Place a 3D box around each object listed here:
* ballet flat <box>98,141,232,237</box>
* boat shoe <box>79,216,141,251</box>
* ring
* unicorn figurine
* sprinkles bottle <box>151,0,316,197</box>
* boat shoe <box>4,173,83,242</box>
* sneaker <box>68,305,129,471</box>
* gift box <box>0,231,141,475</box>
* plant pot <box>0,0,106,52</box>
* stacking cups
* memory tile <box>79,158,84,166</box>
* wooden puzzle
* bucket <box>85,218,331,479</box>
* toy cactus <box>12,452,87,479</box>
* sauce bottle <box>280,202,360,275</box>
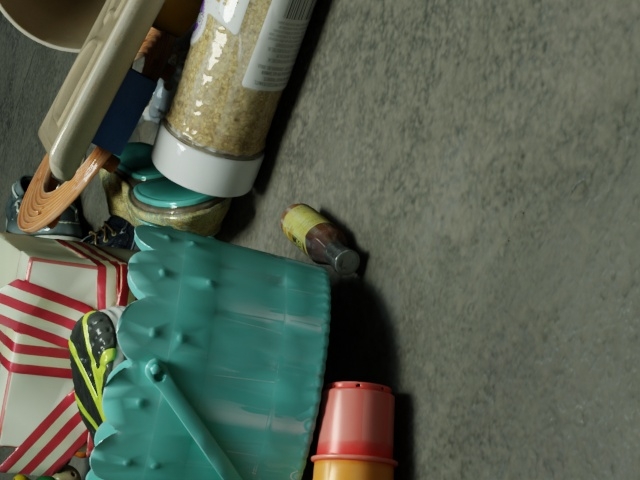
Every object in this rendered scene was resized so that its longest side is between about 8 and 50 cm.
[{"bbox_3d":[-0.186,-0.035,1.603,0.348,0.123,0.123,32,110,63],"label":"ballet flat"},{"bbox_3d":[-0.290,-0.001,1.817,0.065,0.083,0.183,45,121,59],"label":"boat shoe"},{"bbox_3d":[-0.285,-0.146,1.721,0.336,0.032,0.336,-44,23,24],"label":"ring"},{"bbox_3d":[-0.211,-0.186,1.760,0.162,0.060,0.111,-57,31,11],"label":"unicorn figurine"},{"bbox_3d":[-0.075,-0.225,1.413,0.355,0.121,0.121,-69,29,22],"label":"sprinkles bottle"},{"bbox_3d":[-0.446,-0.049,2.117,0.319,0.116,0.099,-160,76,-69],"label":"boat shoe"},{"bbox_3d":[-0.169,0.251,1.449,0.145,0.147,0.384,26,124,53],"label":"sneaker"},{"bbox_3d":[-0.304,0.133,1.600,0.258,0.276,0.255,19,104,62],"label":"gift box"},{"bbox_3d":[-0.345,-0.428,1.925,0.274,0.257,0.256,-108,34,-69],"label":"plant pot"},{"bbox_3d":[0.017,0.275,1.090,0.096,0.096,0.316,-26,59,59],"label":"stacking cups"},{"bbox_3d":[-0.399,-0.196,2.183,0.113,0.012,0.148,16,96,64],"label":"memory tile"},{"bbox_3d":[-0.218,-0.228,1.529,0.322,0.081,0.348,-61,16,4],"label":"wooden puzzle"},{"bbox_3d":[-0.105,0.125,1.215,0.281,0.183,0.281,-169,90,-83],"label":"bucket"},{"bbox_3d":[-0.356,0.304,1.836,0.219,0.112,0.180,-96,-3,-53],"label":"toy cactus"},{"bbox_3d":[0.000,0.000,1.276,0.128,0.042,0.042,41,119,62],"label":"sauce bottle"}]
